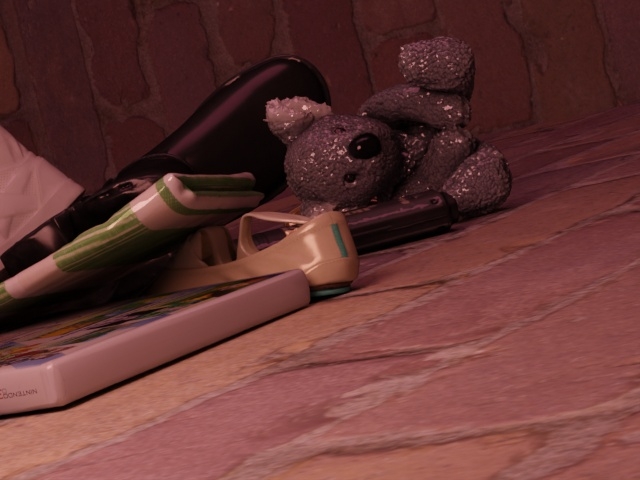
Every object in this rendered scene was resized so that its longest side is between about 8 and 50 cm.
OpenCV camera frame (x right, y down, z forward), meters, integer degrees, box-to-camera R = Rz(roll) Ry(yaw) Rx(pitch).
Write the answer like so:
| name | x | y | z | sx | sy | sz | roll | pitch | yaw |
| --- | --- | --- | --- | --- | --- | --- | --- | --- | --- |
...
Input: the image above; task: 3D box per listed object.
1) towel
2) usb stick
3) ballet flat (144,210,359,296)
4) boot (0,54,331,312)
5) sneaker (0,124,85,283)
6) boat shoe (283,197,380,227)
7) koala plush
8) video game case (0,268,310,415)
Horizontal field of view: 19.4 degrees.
| name | x | y | z | sx | sy | sz | roll | pitch | yaw |
| --- | --- | --- | --- | --- | --- | --- | --- | --- | --- |
| towel | -0.222 | 0.025 | 1.641 | 0.325 | 0.038 | 0.248 | -27 | -4 | 13 |
| usb stick | 0.000 | 0.000 | 1.872 | 0.278 | 0.045 | 0.077 | -14 | 4 | -8 |
| ballet flat | -0.069 | 0.018 | 1.638 | 0.248 | 0.086 | 0.086 | -10 | 6 | 39 |
| boot | -0.149 | -0.066 | 2.044 | 0.367 | 0.146 | 0.445 | -42 | -1 | 5 |
| sneaker | -0.403 | -0.017 | 2.042 | 0.108 | 0.169 | 0.292 | -47 | 3 | 45 |
| boat shoe | 0.020 | -0.028 | 2.119 | 0.135 | 0.050 | 0.045 | -13 | -1 | 11 |
| koala plush | 0.059 | -0.091 | 2.022 | 0.221 | 0.196 | 0.203 | -17 | -3 | -15 |
| video game case | -0.215 | 0.091 | 1.483 | 0.300 | 0.036 | 0.329 | -11 | 5 | 33 |
